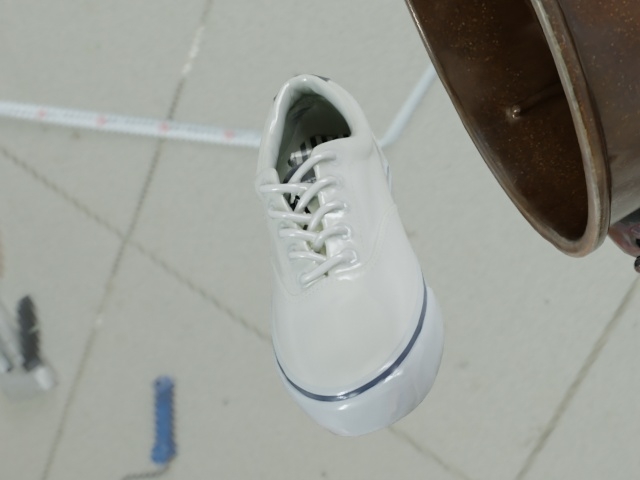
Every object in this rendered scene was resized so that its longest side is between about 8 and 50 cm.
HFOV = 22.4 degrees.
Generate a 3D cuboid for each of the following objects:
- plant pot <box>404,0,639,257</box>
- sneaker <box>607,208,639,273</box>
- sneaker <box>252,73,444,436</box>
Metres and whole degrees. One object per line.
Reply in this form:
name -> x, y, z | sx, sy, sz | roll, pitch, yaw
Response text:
plant pot -> 0.115, -0.104, 0.484 | 0.165, 0.167, 0.167 | -25, 101, -3
sneaker -> 0.169, -0.011, 0.573 | 0.146, 0.293, 0.102 | 13, 90, 5
sneaker -> 0.000, 0.000, 0.868 | 0.094, 0.258, 0.091 | -26, 123, 9
